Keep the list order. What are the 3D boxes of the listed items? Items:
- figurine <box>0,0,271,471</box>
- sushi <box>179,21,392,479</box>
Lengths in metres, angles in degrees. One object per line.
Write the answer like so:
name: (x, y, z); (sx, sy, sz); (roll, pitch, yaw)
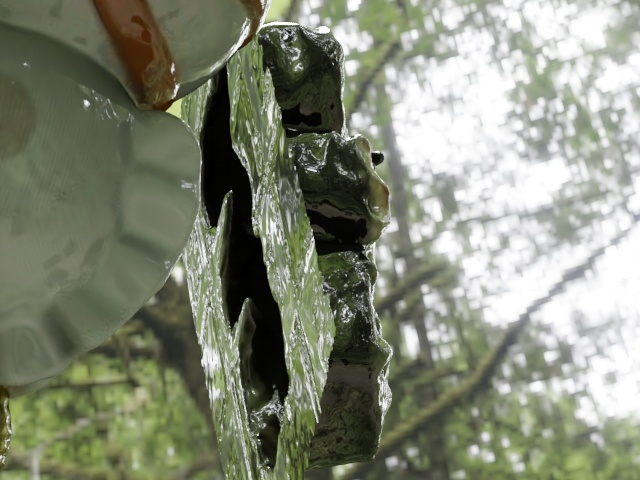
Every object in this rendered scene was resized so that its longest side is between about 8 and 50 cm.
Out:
figurine: (-0.086, -0.053, 0.486); (0.143, 0.271, 0.143); (10, 1, 0)
sushi: (0.000, 0.000, 0.942); (0.100, 0.373, 0.296); (-3, -44, -13)
